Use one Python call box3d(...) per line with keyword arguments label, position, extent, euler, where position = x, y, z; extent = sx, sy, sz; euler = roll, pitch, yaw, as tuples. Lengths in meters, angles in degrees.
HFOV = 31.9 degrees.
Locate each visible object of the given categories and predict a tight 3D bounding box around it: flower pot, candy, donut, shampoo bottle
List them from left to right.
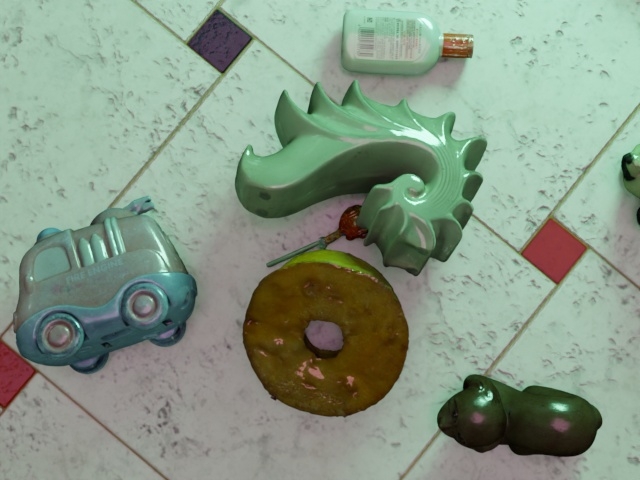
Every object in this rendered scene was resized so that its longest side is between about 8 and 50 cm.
box3d(label="candy", position=(0.000, 0.000, 1.862), extent=(0.201, 0.060, 0.060), euler=(-26, 86, 6))
box3d(label="donut", position=(0.011, 0.138, 1.775), extent=(0.278, 0.108, 0.277), euler=(3, 114, 7))
box3d(label="flower pot", position=(0.068, -0.114, 1.779), extent=(0.367, 0.164, 0.254), euler=(21, 62, 2))
box3d(label="shampoo bottle", position=(0.146, -0.331, 1.880), extent=(0.221, 0.051, 0.108), euler=(3, 85, -1))

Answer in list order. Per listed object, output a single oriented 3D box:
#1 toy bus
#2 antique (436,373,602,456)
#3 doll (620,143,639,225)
box3d(label="toy bus", position=(-0.352, 0.071, 1.786), extent=(0.294, 0.197, 0.231), euler=(-19, 76, -1))
box3d(label="antique", position=(0.316, 0.288, 1.791), extent=(0.257, 0.143, 0.121), euler=(9, 87, 2))
box3d(label="doll", position=(0.599, -0.081, 1.829), extent=(0.234, 0.143, 0.135), euler=(19, 62, 2))
